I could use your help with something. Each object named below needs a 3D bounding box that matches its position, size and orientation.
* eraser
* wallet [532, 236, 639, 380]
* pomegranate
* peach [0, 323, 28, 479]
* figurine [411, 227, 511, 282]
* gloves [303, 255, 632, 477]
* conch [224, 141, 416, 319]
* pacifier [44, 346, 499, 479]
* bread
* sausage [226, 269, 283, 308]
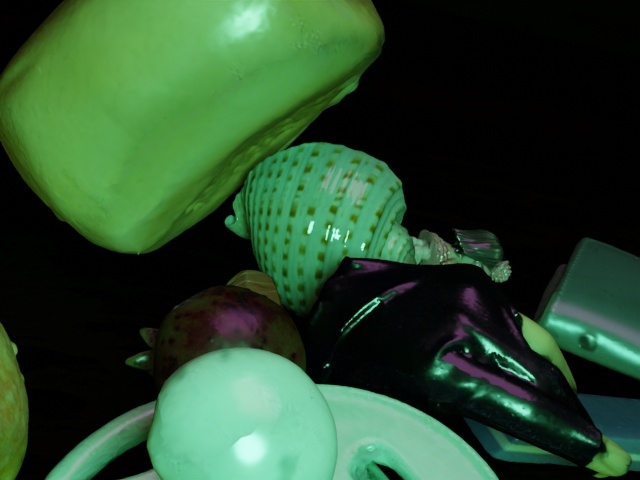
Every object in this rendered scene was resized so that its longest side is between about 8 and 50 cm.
[{"bbox_3d":[0.249,0.179,1.277,0.225,0.036,0.082,8,23,-24],"label":"eraser"},{"bbox_3d":[0.431,0.112,1.534,0.360,0.083,0.252,23,28,9],"label":"wallet"},{"bbox_3d":[-0.087,0.092,1.102,0.129,0.129,0.159,-3,30,-43],"label":"pomegranate"},{"bbox_3d":[-0.277,0.103,0.809,0.232,0.232,0.232,16,22,-6],"label":"peach"},{"bbox_3d":[0.161,0.015,1.583,0.129,0.054,0.072,6,28,-23],"label":"figurine"},{"bbox_3d":[0.124,0.128,1.155,0.301,0.152,0.197,27,66,8],"label":"gloves"},{"bbox_3d":[0.002,0.007,1.326,0.200,0.172,0.131,5,42,-3],"label":"conch"},{"bbox_3d":[-0.049,0.154,0.729,0.343,0.269,0.288,-24,49,-27],"label":"pacifier"},{"bbox_3d":[-0.143,-0.169,1.354,0.253,0.376,0.348,48,18,1],"label":"bread"},{"bbox_3d":[-0.059,0.077,1.247,0.065,0.065,0.169,12,24,-15],"label":"sausage"}]
